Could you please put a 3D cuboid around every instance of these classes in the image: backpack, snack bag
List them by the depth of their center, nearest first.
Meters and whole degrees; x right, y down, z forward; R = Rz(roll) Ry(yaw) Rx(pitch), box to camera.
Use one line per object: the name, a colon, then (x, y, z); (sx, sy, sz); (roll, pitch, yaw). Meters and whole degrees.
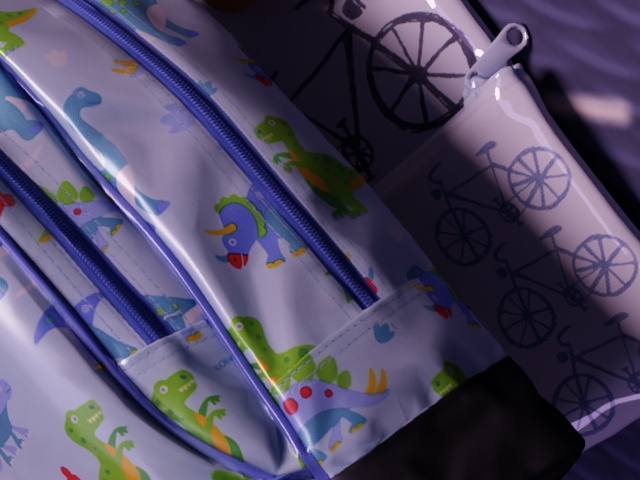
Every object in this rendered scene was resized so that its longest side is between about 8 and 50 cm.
backpack: (-0.100, 0.022, 0.609); (0.355, 0.273, 0.290); (64, 149, 12)
snack bag: (0.000, 0.000, 0.705); (0.323, 0.037, 0.342); (-39, 81, 35)

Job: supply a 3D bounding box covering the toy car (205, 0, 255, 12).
toy car: (-0.041, -0.193, 0.585); (0.210, 0.219, 0.238); (27, 151, 26)
